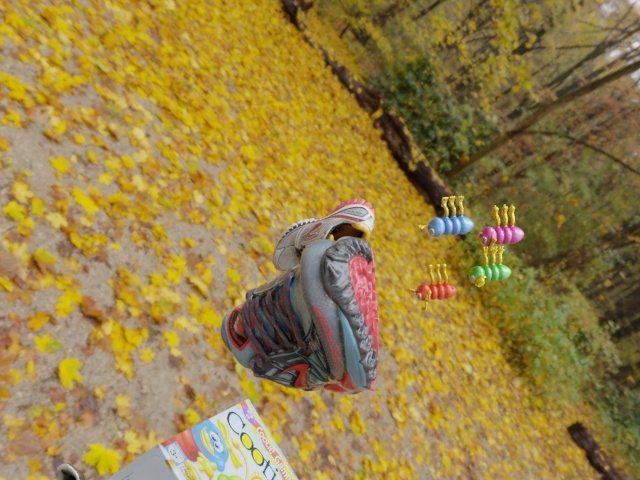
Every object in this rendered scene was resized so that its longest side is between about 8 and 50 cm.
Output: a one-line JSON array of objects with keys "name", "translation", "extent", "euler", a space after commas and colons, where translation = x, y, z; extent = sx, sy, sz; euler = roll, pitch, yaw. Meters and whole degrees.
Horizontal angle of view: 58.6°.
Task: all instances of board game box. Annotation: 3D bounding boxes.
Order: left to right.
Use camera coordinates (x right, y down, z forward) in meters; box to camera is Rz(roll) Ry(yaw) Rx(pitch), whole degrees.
[{"name": "board game box", "translation": [-0.150, 0.313, 0.695], "extent": [0.142, 0.144, 0.275], "euler": [55, 7, 12]}]

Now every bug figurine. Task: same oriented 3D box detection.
[{"name": "bug figurine", "translation": [0.288, 0.033, 1.134], "extent": [0.278, 0.217, 0.072], "euler": [89, -9, -46]}]

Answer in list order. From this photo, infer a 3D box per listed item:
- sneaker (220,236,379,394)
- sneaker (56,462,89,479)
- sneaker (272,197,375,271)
[{"name": "sneaker", "translation": [-0.021, 0.079, 0.461], "extent": [0.261, 0.125, 0.104], "euler": [94, -5, -64]}, {"name": "sneaker", "translation": [-0.310, 0.334, 0.638], "extent": [0.188, 0.066, 0.071], "euler": [-103, 174, -71]}, {"name": "sneaker", "translation": [0.000, 0.000, 1.095], "extent": [0.088, 0.225, 0.092], "euler": [49, 24, -26]}]
